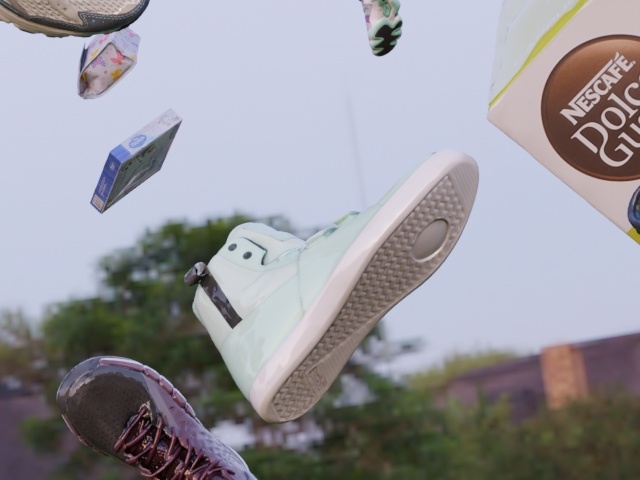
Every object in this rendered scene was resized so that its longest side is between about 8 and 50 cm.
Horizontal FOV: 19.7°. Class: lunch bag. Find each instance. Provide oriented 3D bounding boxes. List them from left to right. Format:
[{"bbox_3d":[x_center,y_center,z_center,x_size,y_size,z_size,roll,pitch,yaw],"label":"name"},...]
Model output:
[{"bbox_3d":[-0.253,-0.208,2.142,0.053,0.071,0.083,39,-65,-21],"label":"lunch bag"}]

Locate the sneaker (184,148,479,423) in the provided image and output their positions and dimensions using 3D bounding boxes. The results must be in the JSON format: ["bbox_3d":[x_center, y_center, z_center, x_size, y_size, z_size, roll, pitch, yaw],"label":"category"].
[{"bbox_3d":[-0.001,0.000,1.432,0.256,0.151,0.094,-49,-36,9],"label":"sneaker"}]

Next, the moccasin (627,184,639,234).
[{"bbox_3d":[0.355,-0.085,1.301,0.117,0.137,0.342,19,-53,-31],"label":"moccasin"}]

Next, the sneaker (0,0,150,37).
[{"bbox_3d":[-0.249,-0.245,1.406,0.283,0.110,0.122,30,-10,-21],"label":"sneaker"}]

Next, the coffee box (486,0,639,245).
[{"bbox_3d":[0.386,-0.186,1.704,0.337,0.334,0.338,-47,10,24],"label":"coffee box"}]

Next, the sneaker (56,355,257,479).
[{"bbox_3d":[-0.143,0.230,1.951,0.281,0.106,0.162,39,-3,-34],"label":"sneaker"}]

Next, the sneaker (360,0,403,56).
[{"bbox_3d":[0.054,-0.244,1.900,0.038,0.098,0.069,-13,36,-26],"label":"sneaker"}]

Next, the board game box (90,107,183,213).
[{"bbox_3d":[-0.182,-0.078,1.816,0.090,0.020,0.090,-39,-12,-37],"label":"board game box"}]
